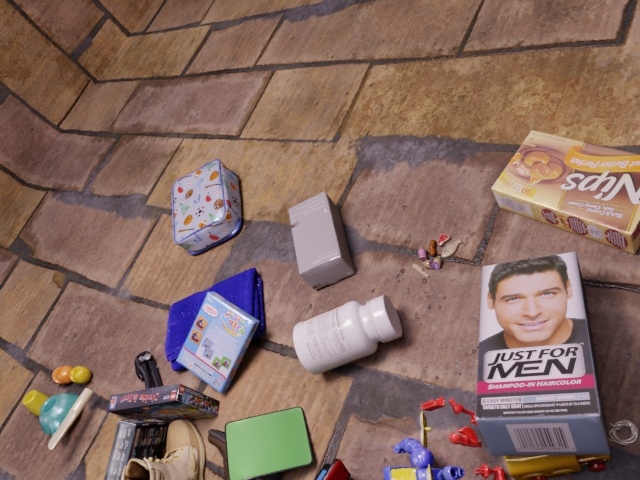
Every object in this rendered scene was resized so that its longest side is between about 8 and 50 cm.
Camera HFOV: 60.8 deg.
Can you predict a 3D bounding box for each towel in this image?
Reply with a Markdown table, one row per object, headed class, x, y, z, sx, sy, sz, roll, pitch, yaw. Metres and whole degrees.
| class | x | y | z | sx | sy | sz | roll | pitch | yaw |
| --- | --- | --- | --- | --- | --- | --- | --- | --- | --- |
| towel | -0.305 | 0.216 | 1.542 | 0.308 | 0.076 | 0.227 | -24 | 50 | 18 |

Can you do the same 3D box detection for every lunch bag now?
| class | x | y | z | sx | sy | sz | roll | pitch | yaw |
| --- | --- | --- | --- | --- | --- | --- | --- | --- | --- |
| lunch bag | -0.384 | -0.113 | 1.797 | 0.243 | 0.115 | 0.303 | -27 | 49 | 19 |

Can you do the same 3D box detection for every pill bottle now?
| class | x | y | z | sx | sy | sz | roll | pitch | yaw |
| --- | --- | --- | --- | --- | --- | --- | --- | --- | --- |
| pill bottle | 0.064 | 0.213 | 1.262 | 0.229 | 0.131 | 0.131 | -24 | 50 | 17 |

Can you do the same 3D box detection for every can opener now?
| class | x | y | z | sx | sy | sz | roll | pitch | yaw |
| --- | --- | --- | --- | --- | --- | --- | --- | --- | --- |
| can opener | -0.487 | 0.392 | 1.567 | 0.059 | 0.073 | 0.186 | -17 | 42 | -29 |

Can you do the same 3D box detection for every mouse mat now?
| class | x | y | z | sx | sy | sz | roll | pitch | yaw |
| --- | --- | --- | --- | --- | --- | --- | --- | --- | --- |
| mouse mat | -0.120 | 0.458 | 1.235 | 0.190 | 0.007 | 0.152 | -12 | 40 | -5 |

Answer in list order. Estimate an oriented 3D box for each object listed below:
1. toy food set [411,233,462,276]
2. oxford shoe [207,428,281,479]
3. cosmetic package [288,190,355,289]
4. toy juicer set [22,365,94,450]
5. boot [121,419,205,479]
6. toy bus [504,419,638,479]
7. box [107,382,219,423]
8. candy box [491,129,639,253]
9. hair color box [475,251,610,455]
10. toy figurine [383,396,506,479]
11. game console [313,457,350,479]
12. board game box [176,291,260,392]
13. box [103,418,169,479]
| class | x | y | z | sx | sy | sz | roll | pitch | yaw |
| --- | --- | --- | --- | --- | --- | --- | --- | --- | --- |
| toy food set | 0.277 | 0.028 | 1.324 | 0.122 | 0.019 | 0.078 | -48 | 47 | -4 |
| oxford shoe | -0.200 | 0.516 | 1.264 | 0.227 | 0.083 | 0.096 | 23 | 77 | 41 |
| cosmetic package | 0.000 | 0.000 | 1.471 | 0.127 | 0.107 | 0.237 | -26 | 46 | 13 |
| toy juicer set | -0.764 | 0.493 | 1.659 | 0.329 | 0.089 | 0.209 | 15 | 56 | 48 |
| boot | -0.369 | 0.525 | 1.284 | 0.095 | 0.203 | 0.261 | -29 | 48 | 14 |
| toy bus | 0.414 | 0.353 | 0.953 | 0.191 | 0.104 | 0.202 | 24 | 75 | 41 |
| box | -0.403 | 0.427 | 1.405 | 0.233 | 0.159 | 0.044 | -15 | 53 | 24 |
| candy box | 0.563 | -0.116 | 1.186 | 0.317 | 0.087 | 0.182 | 28 | 78 | 42 |
| hair color box | 0.392 | 0.192 | 0.991 | 0.186 | 0.113 | 0.374 | -12 | 33 | 26 |
| toy figurine | 0.210 | 0.496 | 1.006 | 0.217 | 0.191 | 0.362 | -41 | 46 | 47 |
| game console | -0.014 | 0.507 | 1.102 | 0.085 | 0.124 | 0.144 | 18 | 57 | 36 |
| board game box | -0.270 | 0.264 | 1.429 | 0.160 | 0.039 | 0.211 | 30 | 100 | 21 |
| box | -0.447 | 0.547 | 1.313 | 0.051 | 0.175 | 0.220 | 6 | 75 | 13 |
